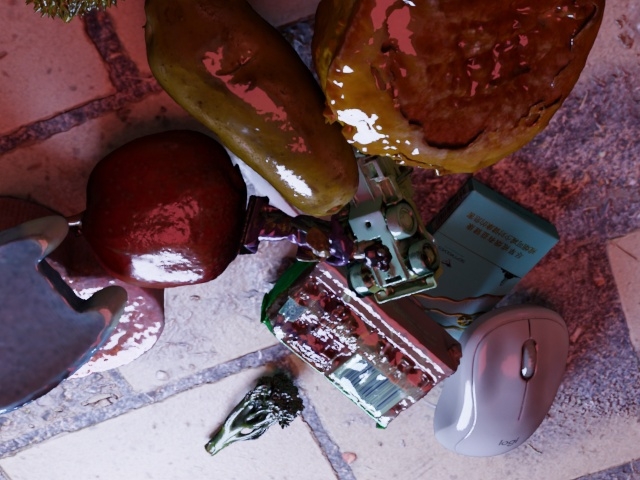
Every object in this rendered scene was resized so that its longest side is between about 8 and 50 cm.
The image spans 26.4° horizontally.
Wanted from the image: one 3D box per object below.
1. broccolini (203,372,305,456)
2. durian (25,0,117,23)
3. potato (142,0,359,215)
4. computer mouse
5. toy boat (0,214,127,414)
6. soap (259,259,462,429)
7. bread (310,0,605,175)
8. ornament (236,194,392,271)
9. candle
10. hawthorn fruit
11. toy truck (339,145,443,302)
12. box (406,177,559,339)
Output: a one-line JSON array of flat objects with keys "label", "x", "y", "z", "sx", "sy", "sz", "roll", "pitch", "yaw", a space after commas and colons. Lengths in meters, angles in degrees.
[{"label": "broccolini", "x": -0.109, "y": 0.272, "z": 2.131, "sx": 0.202, "sy": 0.068, "sz": 0.091, "roll": -31, "pitch": 113, "yaw": 35}, {"label": "durian", "x": -0.275, "y": -0.341, "z": 1.577, "sx": 0.198, "sy": 0.146, "sz": 0.159, "roll": -29, "pitch": 123, "yaw": 10}, {"label": "potato", "x": -0.084, "y": -0.175, "z": 1.668, "sx": 0.195, "sy": 0.176, "sz": 0.369, "roll": -23, "pitch": 114, "yaw": 44}, {"label": "computer mouse", "x": 0.273, "y": 0.230, "z": 2.063, "sx": 0.184, "sy": 0.121, "sz": 0.297, "roll": 1, "pitch": 134, "yaw": -24}, {"label": "toy boat", "x": -0.414, "y": 0.103, "z": 1.785, "sx": 0.330, "sy": 0.123, "sz": 0.215, "roll": -38, "pitch": 105, "yaw": 14}, {"label": "soap", "x": 0.056, "y": 0.137, "z": 1.959, "sx": 0.273, "sy": 0.098, "sz": 0.218, "roll": 41, "pitch": 116, "yaw": -11}, {"label": "bread", "x": 0.151, "y": -0.262, "z": 1.583, "sx": 0.337, "sy": 0.204, "sz": 0.358, "roll": 9, "pitch": 119, "yaw": -37}, {"label": "ornament", "x": -0.001, "y": -0.009, "z": 1.781, "sx": 0.203, "sy": 0.088, "sz": 0.081, "roll": 8, "pitch": 94, "yaw": 16}, {"label": "candle", "x": -0.392, "y": 0.097, "z": 1.909, "sx": 0.317, "sy": 0.131, "sz": 0.287, "roll": 25, "pitch": 123, "yaw": -21}, {"label": "hawthorn fruit", "x": -0.219, "y": -0.040, "z": 1.787, "sx": 0.249, "sy": 0.215, "sz": 0.215, "roll": -2, "pitch": 127, "yaw": 1}, {"label": "toy truck", "x": 0.075, "y": -0.058, "z": 1.832, "sx": 0.128, "sy": 0.135, "sz": 0.259, "roll": -19, "pitch": 105, "yaw": 37}, {"label": "box", "x": 0.210, "y": 0.031, "z": 1.978, "sx": 0.162, "sy": 0.041, "sz": 0.229, "roll": 28, "pitch": 120, "yaw": -22}]
